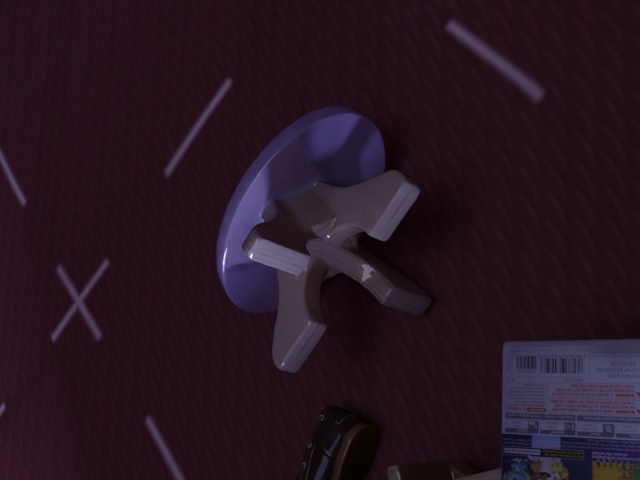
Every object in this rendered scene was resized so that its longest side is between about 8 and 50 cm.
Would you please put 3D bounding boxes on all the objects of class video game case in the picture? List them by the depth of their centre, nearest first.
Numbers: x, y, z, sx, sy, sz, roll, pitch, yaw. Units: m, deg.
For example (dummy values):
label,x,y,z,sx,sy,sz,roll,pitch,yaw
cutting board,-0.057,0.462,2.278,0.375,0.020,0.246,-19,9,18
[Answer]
label,x,y,z,sx,sy,sz,roll,pitch,yaw
video game case,0.237,0.170,0.668,0.201,0.023,0.184,-7,74,39

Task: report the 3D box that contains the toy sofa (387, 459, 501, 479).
label,x,y,z,sx,sy,sz,roll,pitch,yaw
toy sofa,0.252,0.246,0.753,0.362,0.150,0.177,-26,66,33

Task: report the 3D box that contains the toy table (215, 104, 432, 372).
label,x,y,z,sx,sy,sz,roll,pitch,yaw
toy table,0.000,0.000,0.957,0.161,0.252,0.274,52,126,50

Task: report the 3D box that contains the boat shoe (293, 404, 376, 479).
label,x,y,z,sx,sy,sz,roll,pitch,yaw
boat shoe,0.001,0.298,1.000,0.073,0.073,0.207,21,88,41
